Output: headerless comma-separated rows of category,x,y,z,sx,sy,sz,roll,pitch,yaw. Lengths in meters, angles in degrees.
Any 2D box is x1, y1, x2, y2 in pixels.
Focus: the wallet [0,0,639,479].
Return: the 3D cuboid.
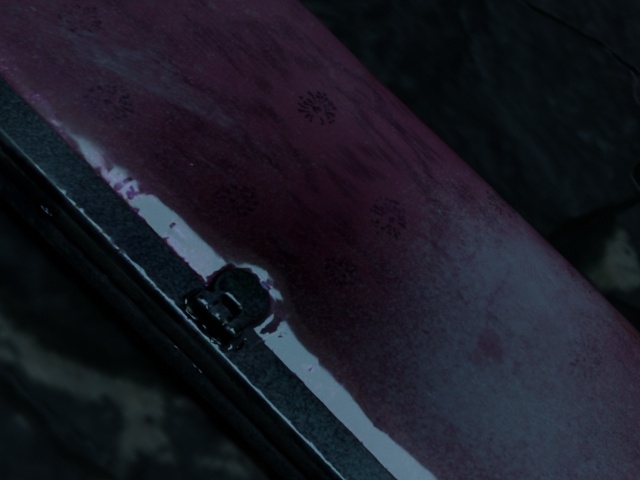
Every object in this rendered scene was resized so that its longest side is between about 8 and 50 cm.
wallet,0.000,0.000,0.397,0.232,0.025,0.119,44,44,6
